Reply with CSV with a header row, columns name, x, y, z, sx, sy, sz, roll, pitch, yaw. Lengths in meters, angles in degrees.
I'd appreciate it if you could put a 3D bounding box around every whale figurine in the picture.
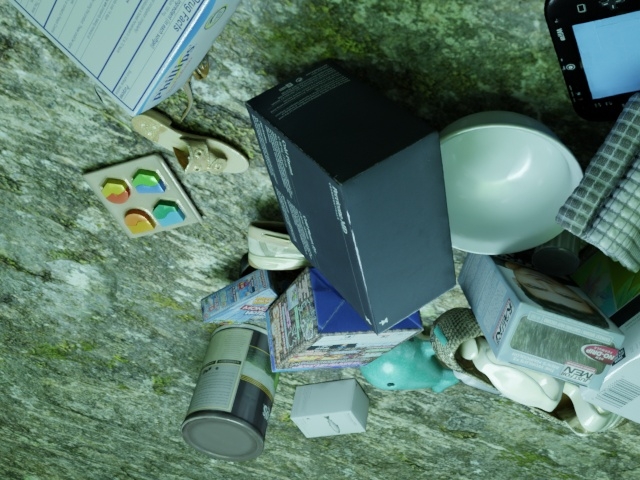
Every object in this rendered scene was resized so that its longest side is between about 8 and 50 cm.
name,x,y,z,sx,sy,sz,roll,pitch,yaw
whale figurine,0.213,0.306,1.750,0.272,0.141,0.216,31,133,-19

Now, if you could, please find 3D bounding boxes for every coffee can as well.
name,x,y,z,sx,sy,sz,roll,pitch,yaw
coffee can,-0.211,0.372,1.817,0.201,0.275,0.202,6,136,6

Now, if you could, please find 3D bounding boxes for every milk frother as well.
name,x,y,z,sx,sy,sz,roll,pitch,yaw
milk frother,0.448,0.012,1.396,0.129,0.135,0.143,-18,129,42

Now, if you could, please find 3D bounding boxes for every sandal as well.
name,x,y,z,sx,sy,sz,roll,pitch,yaw
sandal,-0.260,-0.164,1.418,0.240,0.079,0.088,26,143,-13

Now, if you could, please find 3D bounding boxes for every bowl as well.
name,x,y,z,sx,sy,sz,roll,pitch,yaw
bowl,0.305,-0.123,1.297,0.297,0.134,0.298,7,137,6

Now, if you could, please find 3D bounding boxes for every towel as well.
name,x,y,z,sx,sy,sz,roll,pitch,yaw
towel,0.495,-0.087,1.170,0.121,0.235,0.283,33,-171,29

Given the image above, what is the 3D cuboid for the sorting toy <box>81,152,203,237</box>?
name,x,y,z,sx,sy,sz,roll,pitch,yaw
sorting toy,-0.379,-0.085,1.561,0.208,0.038,0.193,-10,132,22

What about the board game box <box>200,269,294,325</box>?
name,x,y,z,sx,sy,sz,roll,pitch,yaw
board game box,-0.135,0.129,1.651,0.194,0.060,0.194,11,146,-40

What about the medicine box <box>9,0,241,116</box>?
name,x,y,z,sx,sy,sz,roll,pitch,yaw
medicine box,-0.291,-0.388,1.101,0.289,0.149,0.263,43,131,-6

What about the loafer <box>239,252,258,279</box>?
name,x,y,z,sx,sy,sz,roll,pitch,yaw
loafer,-0.118,0.040,1.612,0.062,0.061,0.170,35,131,-20

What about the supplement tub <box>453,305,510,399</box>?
name,x,y,z,sx,sy,sz,roll,pitch,yaw
supplement tub,0.475,0.258,1.594,0.338,0.207,0.207,18,136,-7

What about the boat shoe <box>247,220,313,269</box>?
name,x,y,z,sx,sy,sz,roll,pitch,yaw
boat shoe,0.000,0.000,1.513,0.302,0.109,0.098,0,112,0

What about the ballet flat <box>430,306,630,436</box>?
name,x,y,z,sx,sy,sz,roll,pitch,yaw
ballet flat,0.433,0.277,1.397,0.482,0.182,0.164,23,105,-8

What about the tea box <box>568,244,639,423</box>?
name,x,y,z,sx,sy,sz,roll,pitch,yaw
tea box,0.641,0.113,1.323,0.220,0.324,0.329,24,134,-11

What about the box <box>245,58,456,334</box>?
name,x,y,z,sx,sy,sz,roll,pitch,yaw
box,0.057,-0.076,1.251,0.179,0.312,0.343,-29,134,-14

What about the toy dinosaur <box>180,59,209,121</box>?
name,x,y,z,sx,sy,sz,roll,pitch,yaw
toy dinosaur,-0.250,-0.300,1.313,0.112,0.064,0.211,21,152,40

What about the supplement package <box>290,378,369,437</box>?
name,x,y,z,sx,sy,sz,roll,pitch,yaw
supplement package,0.027,0.449,1.964,0.179,0.105,0.105,-13,130,24

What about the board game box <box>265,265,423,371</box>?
name,x,y,z,sx,sy,sz,roll,pitch,yaw
board game box,0.039,0.168,1.544,0.232,0.141,0.291,0,157,-22

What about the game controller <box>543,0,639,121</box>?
name,x,y,z,sx,sy,sz,roll,pitch,yaw
game controller,0.444,-0.284,1.101,0.166,0.067,0.319,-14,146,23

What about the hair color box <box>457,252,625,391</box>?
name,x,y,z,sx,sy,sz,roll,pitch,yaw
hair color box,0.385,0.118,1.349,0.185,0.374,0.114,17,107,-5
